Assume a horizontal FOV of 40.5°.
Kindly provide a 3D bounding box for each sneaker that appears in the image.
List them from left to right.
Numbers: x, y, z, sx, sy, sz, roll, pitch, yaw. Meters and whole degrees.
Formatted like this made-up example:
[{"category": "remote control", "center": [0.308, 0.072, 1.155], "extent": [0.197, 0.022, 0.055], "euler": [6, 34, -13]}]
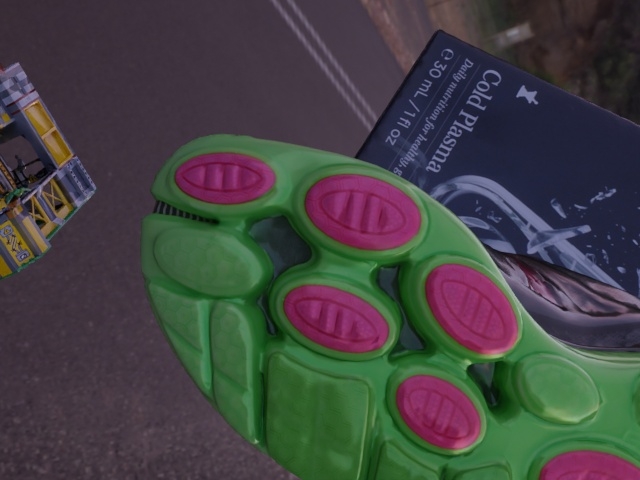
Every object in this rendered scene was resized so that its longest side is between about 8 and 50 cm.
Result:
[{"category": "sneaker", "center": [0.101, 0.083, 0.576], "extent": [0.482, 0.185, 0.202], "euler": [26, 2, -15]}]

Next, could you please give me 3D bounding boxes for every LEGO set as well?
[{"category": "LEGO set", "center": [-0.413, -0.054, 0.901], "extent": [0.192, 0.331, 0.255], "euler": [62, 28, -20]}]

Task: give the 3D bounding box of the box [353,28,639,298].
[{"category": "box", "center": [0.226, 0.079, 1.089], "extent": [0.480, 0.471, 0.297], "euler": [-58, 170, -19]}]
